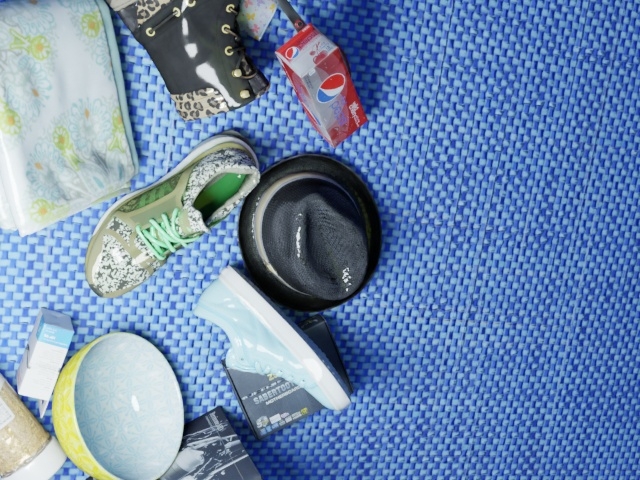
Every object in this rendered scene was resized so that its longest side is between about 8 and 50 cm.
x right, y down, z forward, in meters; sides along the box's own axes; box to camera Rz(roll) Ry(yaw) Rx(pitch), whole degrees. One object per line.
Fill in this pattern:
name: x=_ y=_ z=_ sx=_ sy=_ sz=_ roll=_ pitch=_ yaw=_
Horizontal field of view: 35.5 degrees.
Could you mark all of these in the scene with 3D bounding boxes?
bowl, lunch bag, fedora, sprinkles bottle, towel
bowl: x=-0.412 y=0.328 z=1.900 sx=0.156 sy=0.289 sz=0.289 roll=-17 pitch=116 yaw=31
lunch bag: x=-0.126 y=-0.429 z=1.879 sx=0.071 sy=0.053 sz=0.083 roll=25 pitch=104 yaw=-21
fedora: x=0.000 y=0.000 z=1.978 sx=0.334 sy=0.152 sz=0.333 roll=-5 pitch=105 yaw=-18
sprinkles bottle: x=-0.616 y=0.299 z=1.828 sx=0.121 sy=0.121 sz=0.355 roll=-37 pitch=103 yaw=-7
towel: x=-0.452 y=-0.223 z=1.697 sx=0.320 sy=0.090 sz=0.374 roll=-36 pitch=121 yaw=-57

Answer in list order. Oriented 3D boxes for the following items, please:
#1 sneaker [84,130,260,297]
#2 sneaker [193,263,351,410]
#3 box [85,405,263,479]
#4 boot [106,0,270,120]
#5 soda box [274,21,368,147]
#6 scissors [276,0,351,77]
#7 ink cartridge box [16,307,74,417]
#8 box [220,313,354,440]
sneaker: x=-0.271 y=-0.042 z=1.856 sx=0.410 sy=0.182 sz=0.158 roll=-43 pitch=113 yaw=-4
sneaker: x=-0.101 y=0.222 z=1.966 sx=0.150 sy=0.135 sz=0.366 roll=-46 pitch=77 yaw=1
box: x=-0.258 y=0.519 z=1.919 sx=0.313 sy=0.343 sz=0.178 roll=-27 pitch=110 yaw=-11
boot: x=-0.163 y=-0.390 z=1.782 sx=0.378 sy=0.138 sz=0.284 roll=-18 pitch=115 yaw=14
soda box: x=0.006 y=-0.285 z=1.867 sx=0.092 sy=0.083 sz=0.263 roll=-41 pitch=153 yaw=-5
scissors: x=-0.026 y=-0.405 z=1.905 sx=0.109 sy=0.021 sz=0.297 roll=-31 pitch=123 yaw=-11
ink cartridge box: x=-0.525 y=0.230 z=1.880 sx=0.060 sy=0.104 sz=0.180 roll=19 pitch=96 yaw=-23
box: x=-0.067 y=0.283 z=2.078 sx=0.233 sy=0.059 sz=0.183 roll=-25 pitch=109 yaw=-11
